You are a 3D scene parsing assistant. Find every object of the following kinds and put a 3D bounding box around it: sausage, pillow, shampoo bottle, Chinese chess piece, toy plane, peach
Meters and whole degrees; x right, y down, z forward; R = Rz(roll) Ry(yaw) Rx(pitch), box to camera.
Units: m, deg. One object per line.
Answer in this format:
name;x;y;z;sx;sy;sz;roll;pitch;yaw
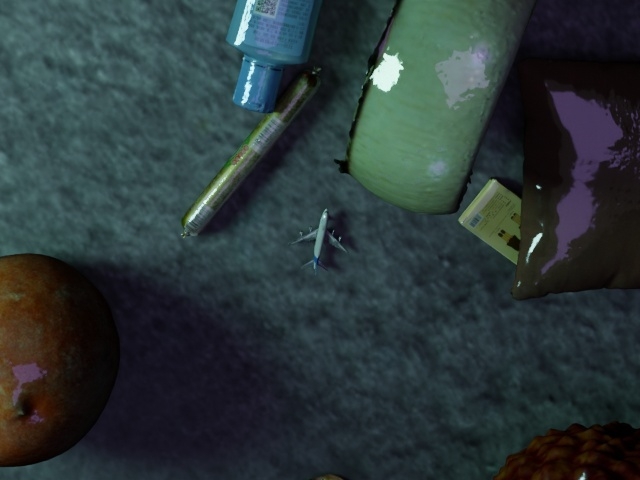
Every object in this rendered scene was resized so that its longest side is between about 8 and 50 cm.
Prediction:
sausage;-0.085;-0.105;1.967;0.033;0.033;0.269;36;101;-17
pillow;0.381;-0.076;1.993;0.305;0.108;0.308;-3;106;-10
shampoo bottle;-0.048;-0.276;1.896;0.103;0.061;0.259;13;107;-12
Chinese chess piece;0.142;-0.202;1.798;0.146;0.349;0.349;22;106;5
toy plane;0.000;0.000;2.019;0.077;0.024;0.084;8;102;-9
peach;-0.352;0.144;1.914;0.252;0.252;0.253;-2;109;-7

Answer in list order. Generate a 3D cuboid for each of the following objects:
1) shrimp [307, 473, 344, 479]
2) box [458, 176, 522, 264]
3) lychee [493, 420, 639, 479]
shrimp;-0.006;0.354;2.143;0.114;0.023;0.083;-39;107;1
box;0.251;-0.011;2.050;0.149;0.020;0.073;36;100;-17
lychee;0.378;0.418;2.009;0.424;0.425;0.500;21;114;-14
